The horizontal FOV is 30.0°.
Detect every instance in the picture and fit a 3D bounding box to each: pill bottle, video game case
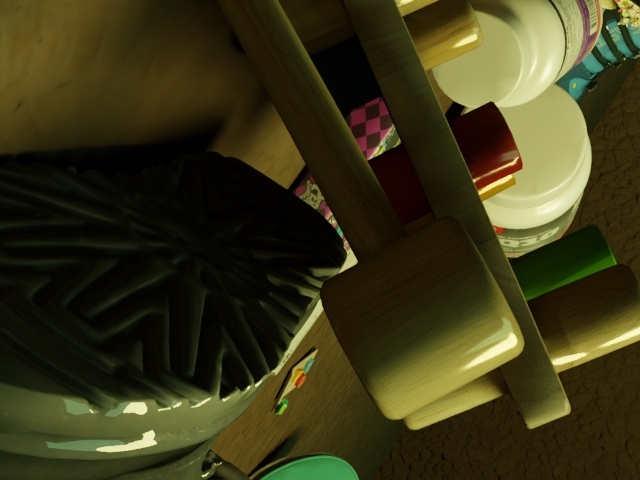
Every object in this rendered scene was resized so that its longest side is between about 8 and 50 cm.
[{"bbox_3d":[0.225,-0.081,1.372,0.161,0.161,0.283,-55,167,-4],"label":"pill bottle"},{"bbox_3d":[0.000,0.000,1.002,0.232,0.042,0.210,-55,168,-6],"label":"video game case"},{"bbox_3d":[0.166,-0.175,1.022,0.193,0.108,0.108,-37,158,-55],"label":"pill bottle"}]

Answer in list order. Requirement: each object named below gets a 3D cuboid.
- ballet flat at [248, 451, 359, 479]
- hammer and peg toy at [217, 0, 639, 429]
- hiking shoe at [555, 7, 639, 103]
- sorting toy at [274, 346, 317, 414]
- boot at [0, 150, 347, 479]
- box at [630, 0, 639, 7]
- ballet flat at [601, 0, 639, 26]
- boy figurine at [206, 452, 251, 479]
[{"bbox_3d":[-0.099,0.394,1.517,0.400,0.139,0.139,-32,154,-52],"label":"ballet flat"},{"bbox_3d":[0.058,-0.041,0.589,0.127,0.265,0.361,-23,176,5],"label":"hammer and peg toy"},{"bbox_3d":[0.388,-0.268,1.574,0.113,0.132,0.304,-47,165,-34],"label":"hiking shoe"},{"bbox_3d":[-0.030,0.168,1.397,0.062,0.012,0.083,-40,160,-52],"label":"sorting toy"},{"bbox_3d":[-0.179,0.177,0.599,0.445,0.146,0.367,-55,167,16],"label":"boot"},{"bbox_3d":[0.191,-0.215,0.717,0.183,0.233,0.059,-40,166,-50],"label":"box"},{"bbox_3d":[0.295,-0.280,1.226,0.241,0.077,0.091,31,59,-47],"label":"ballet flat"},{"bbox_3d":[-0.163,0.298,1.048,0.285,0.092,0.177,-33,155,-59],"label":"boy figurine"}]
